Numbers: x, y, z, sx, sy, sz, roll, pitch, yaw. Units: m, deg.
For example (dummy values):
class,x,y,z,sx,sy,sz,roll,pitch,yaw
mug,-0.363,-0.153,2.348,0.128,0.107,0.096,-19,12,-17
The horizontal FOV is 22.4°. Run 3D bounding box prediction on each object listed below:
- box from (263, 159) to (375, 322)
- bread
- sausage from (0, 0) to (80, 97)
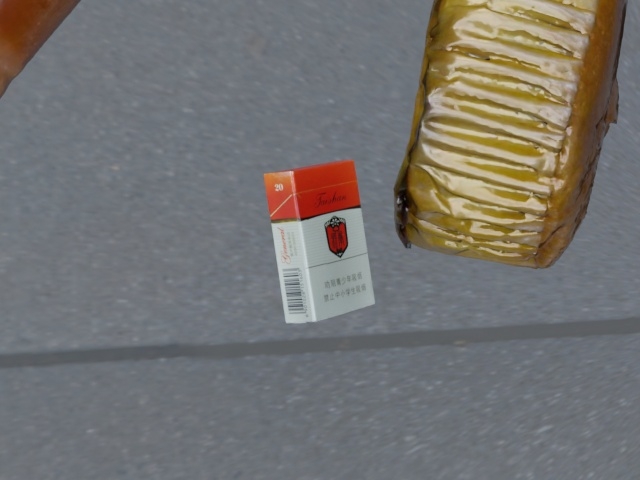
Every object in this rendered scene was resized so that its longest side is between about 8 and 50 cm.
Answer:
class,x,y,z,sx,sy,sz,roll,pitch,yaw
box,0.000,0.000,1.624,0.048,0.100,0.152,-8,94,39
bread,0.110,-0.081,0.877,0.104,0.199,0.199,12,92,9
sausage,-0.280,-0.223,1.461,0.348,0.097,0.094,-50,44,-4
